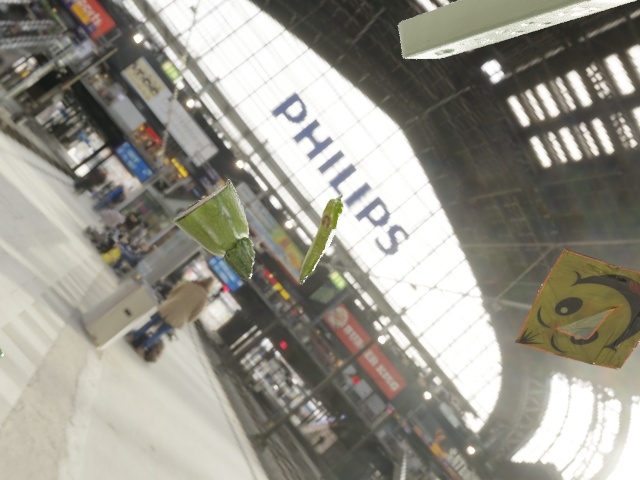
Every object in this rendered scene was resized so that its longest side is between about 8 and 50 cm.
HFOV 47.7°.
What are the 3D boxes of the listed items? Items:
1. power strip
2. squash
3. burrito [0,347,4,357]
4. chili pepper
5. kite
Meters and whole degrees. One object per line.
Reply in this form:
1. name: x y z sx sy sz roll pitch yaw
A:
1. power strip: 0.238 -0.303 0.973 0.385 0.091 0.063 2 -80 59
2. squash: -0.135 -0.007 1.053 0.132 0.105 0.105 54 -10 -11
3. burrito: -0.552 0.153 1.092 0.288 0.054 0.104 -1 -71 49
4. chili pepper: 0.000 0.000 1.485 0.043 0.208 0.049 20 8 -42
5. kite: 0.590 0.171 1.621 0.378 0.327 0.013 53 24 -25
